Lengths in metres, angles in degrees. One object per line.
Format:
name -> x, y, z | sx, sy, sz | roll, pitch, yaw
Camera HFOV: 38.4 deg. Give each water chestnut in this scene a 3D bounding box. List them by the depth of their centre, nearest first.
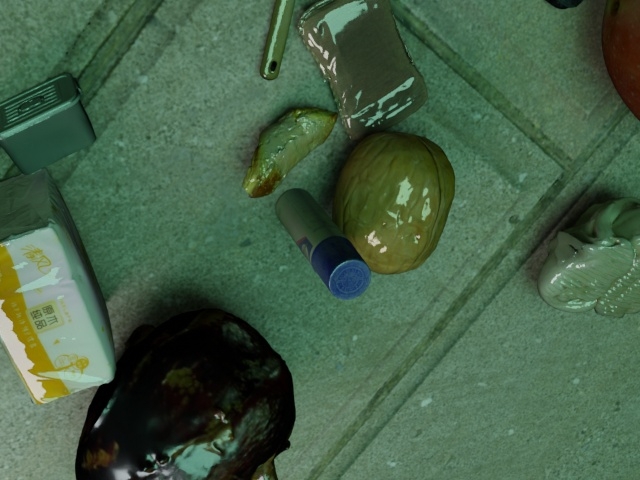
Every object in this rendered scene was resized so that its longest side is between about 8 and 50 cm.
water chestnut -> -0.154, 0.277, 1.230 | 0.347, 0.335, 0.335 | 39, 98, -4

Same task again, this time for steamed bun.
steamed bun -> 0.450, 0.014, 1.425 | 0.211, 0.144, 0.218 | 15, 139, -17

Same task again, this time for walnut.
walnut -> 0.097, -0.052, 1.253 | 0.165, 0.165, 0.197 | 3, 121, -21

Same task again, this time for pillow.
pillow -> 0.061, -0.237, 1.223 | 0.135, 0.034, 0.211 | -31, 122, -8

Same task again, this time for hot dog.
hot dog -> -0.052, -0.124, 1.218 | 0.169, 0.061, 0.078 | -44, 156, -19

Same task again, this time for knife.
knife -> -0.024, -0.345, 1.149 | 0.047, 0.017, 0.298 | 6, 108, -25

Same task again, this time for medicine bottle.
medicine bottle -> 0.000, 0.000, 1.198 | 0.059, 0.231, 0.059 | -8, 117, -16

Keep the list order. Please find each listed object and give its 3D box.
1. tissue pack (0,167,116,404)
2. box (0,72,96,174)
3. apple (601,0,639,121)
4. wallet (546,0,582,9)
tissue pack -> -0.344, 0.054, 1.127 | 0.124, 0.185, 0.225 | -21, 120, -10
box -> -0.331, -0.138, 1.102 | 0.122, 0.084, 0.069 | -27, 128, -5
apple -> 0.557, -0.290, 1.234 | 0.348, 0.277, 0.348 | -8, 117, -16
wallet -> 0.375, -0.472, 1.216 | 0.172, 0.045, 0.318 | 29, 104, -27
